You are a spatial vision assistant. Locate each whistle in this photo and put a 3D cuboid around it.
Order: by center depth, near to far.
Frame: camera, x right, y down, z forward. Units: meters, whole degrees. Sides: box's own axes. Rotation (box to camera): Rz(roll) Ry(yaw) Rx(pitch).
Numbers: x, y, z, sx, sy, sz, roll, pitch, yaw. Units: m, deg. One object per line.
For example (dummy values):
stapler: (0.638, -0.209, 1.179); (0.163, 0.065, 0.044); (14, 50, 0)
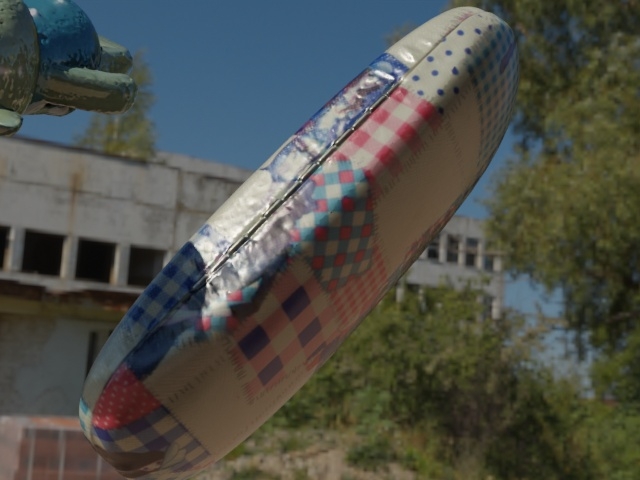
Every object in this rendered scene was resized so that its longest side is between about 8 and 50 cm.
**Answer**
whistle: (-0.147, -0.090, 0.490); (0.114, 0.077, 0.236); (25, 16, 7)

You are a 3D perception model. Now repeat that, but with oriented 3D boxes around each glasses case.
glasses case: (0.000, 0.000, 0.572); (0.076, 0.327, 0.125); (36, -17, 25)
